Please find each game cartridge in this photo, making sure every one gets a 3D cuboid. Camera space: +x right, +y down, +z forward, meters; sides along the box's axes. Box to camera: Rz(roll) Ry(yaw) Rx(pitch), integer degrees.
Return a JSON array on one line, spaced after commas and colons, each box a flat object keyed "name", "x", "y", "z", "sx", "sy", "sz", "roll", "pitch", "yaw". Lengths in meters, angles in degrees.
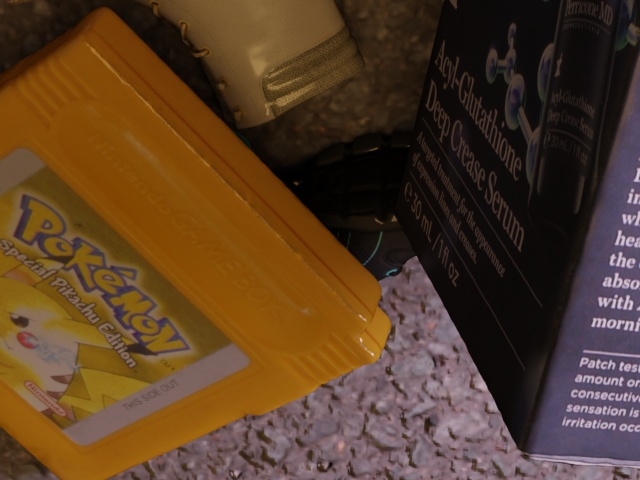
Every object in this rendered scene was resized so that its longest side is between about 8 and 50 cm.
[{"name": "game cartridge", "x": -0.150, "y": 0.023, "z": 1.262, "sx": 0.323, "sy": 0.053, "sz": 0.285, "roll": -27, "pitch": 117, "yaw": 41}]

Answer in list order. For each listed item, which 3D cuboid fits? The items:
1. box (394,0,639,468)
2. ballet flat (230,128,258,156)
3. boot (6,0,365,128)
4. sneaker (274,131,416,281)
[{"name": "box", "x": 0.209, "y": -0.114, "z": 1.053, "sx": 0.212, "sy": 0.293, "sz": 0.395, "roll": 6, "pitch": 114, "yaw": -15}, {"name": "ballet flat", "x": -0.138, "y": -0.048, "z": 1.280, "sx": 0.203, "sy": 0.074, "sz": 0.074, "roll": 7, "pitch": 116, "yaw": 11}, {"name": "boot", "x": -0.091, "y": -0.145, "z": 1.243, "sx": 0.213, "sy": 0.077, "sz": 0.165, "roll": -17, "pitch": 118, "yaw": 6}, {"name": "sneaker", "x": 0.000, "y": 0.000, "z": 1.315, "sx": 0.267, "sy": 0.101, "sz": 0.106, "roll": -9, "pitch": 126, "yaw": 12}]
